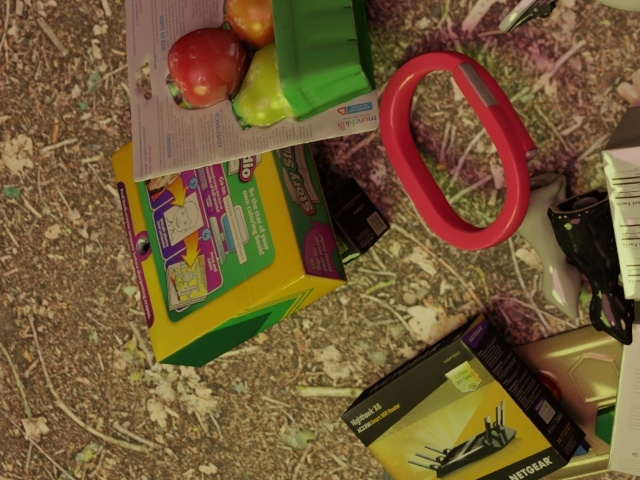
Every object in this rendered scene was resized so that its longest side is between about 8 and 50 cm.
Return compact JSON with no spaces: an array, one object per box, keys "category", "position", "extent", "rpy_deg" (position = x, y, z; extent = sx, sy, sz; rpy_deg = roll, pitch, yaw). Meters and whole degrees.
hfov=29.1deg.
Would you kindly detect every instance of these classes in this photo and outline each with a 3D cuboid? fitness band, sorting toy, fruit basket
[{"category":"fitness band","position":[0.189,-0.127,1.710],"extent":[0.209,0.054,0.291],"rpy_deg":[-46,66,46]},{"category":"sorting toy","position":[0.425,0.236,1.819],"extent":[0.307,0.041,0.229],"rpy_deg":[-20,102,31]},{"category":"fruit basket","position":[-0.101,-0.257,1.721],"extent":[0.353,0.165,0.327],"rpy_deg":[-15,66,18]}]

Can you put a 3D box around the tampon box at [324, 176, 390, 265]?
[{"category":"tampon box","position":[0.000,0.000,1.873],"extent":[0.161,0.120,0.101],"rpy_deg":[-35,94,33]}]

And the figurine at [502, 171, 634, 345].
[{"category":"figurine","position":[0.346,0.027,1.695],"extent":[0.092,0.215,0.209],"rpy_deg":[-24,109,-14]}]

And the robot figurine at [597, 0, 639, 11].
[{"category":"robot figurine","position":[0.392,-0.410,1.452],"extent":[0.174,0.209,0.278],"rpy_deg":[12,106,16]}]

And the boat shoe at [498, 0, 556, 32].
[{"category":"boat shoe","position":[0.296,-0.319,1.634],"extent":[0.040,0.049,0.142],"rpy_deg":[48,121,-1]}]

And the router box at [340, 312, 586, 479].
[{"category":"router box","position":[0.212,0.284,1.891],"extent":[0.243,0.081,0.309],"rpy_deg":[49,133,0]}]

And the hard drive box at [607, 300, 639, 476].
[{"category":"hard drive box","position":[0.506,0.217,1.715],"extent":[0.181,0.089,0.232],"rpy_deg":[9,110,17]}]

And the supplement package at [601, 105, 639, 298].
[{"category":"supplement package","position":[0.465,-0.057,1.580],"extent":[0.149,0.194,0.203],"rpy_deg":[-5,110,26]}]

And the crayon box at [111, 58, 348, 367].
[{"category":"crayon box","position":[-0.145,-0.038,1.835],"extent":[0.313,0.106,0.363],"rpy_deg":[-31,63,32]}]
